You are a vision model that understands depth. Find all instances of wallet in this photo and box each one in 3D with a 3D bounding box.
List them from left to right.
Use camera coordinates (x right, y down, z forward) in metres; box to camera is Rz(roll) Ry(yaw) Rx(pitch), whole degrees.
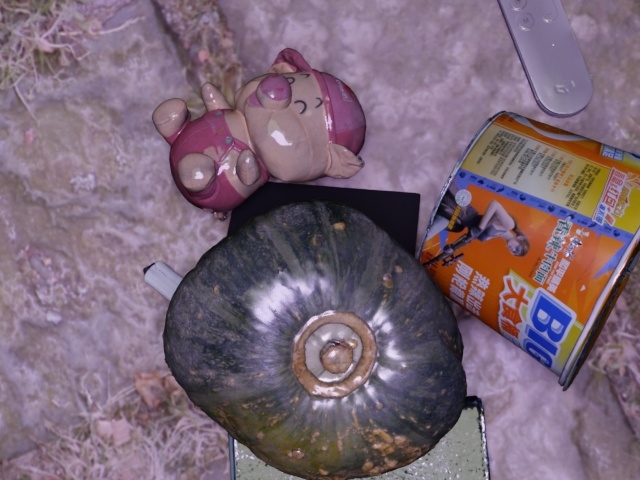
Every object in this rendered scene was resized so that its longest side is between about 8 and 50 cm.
[{"bbox_3d":[0.047,0.283,1.193,0.318,0.045,0.172,-4,81,1],"label":"wallet"}]

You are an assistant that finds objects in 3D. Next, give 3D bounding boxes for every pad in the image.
[{"bbox_3d":[0.000,0.000,1.243,0.246,0.006,0.170,5,59,6],"label":"pad"}]

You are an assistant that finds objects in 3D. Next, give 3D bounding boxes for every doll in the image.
[{"bbox_3d":[-0.072,-0.139,1.227,0.256,0.152,0.196,-20,81,-7],"label":"doll"}]

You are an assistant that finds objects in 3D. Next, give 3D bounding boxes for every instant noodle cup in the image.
[{"bbox_3d":[0.255,-0.003,1.122,0.214,0.296,0.296,28,83,18],"label":"instant noodle cup"}]

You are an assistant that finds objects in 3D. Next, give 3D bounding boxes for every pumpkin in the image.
[{"bbox_3d":[0.000,0.119,1.065,0.291,0.257,0.327,-36,102,3],"label":"pumpkin"}]

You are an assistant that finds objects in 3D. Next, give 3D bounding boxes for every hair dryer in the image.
[{"bbox_3d":[-0.131,0.091,1.247,0.236,0.073,0.131,34,83,19],"label":"hair dryer"}]

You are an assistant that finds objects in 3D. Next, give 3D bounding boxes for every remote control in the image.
[{"bbox_3d":[0.294,-0.278,1.288,0.077,0.022,0.245,-18,78,3],"label":"remote control"}]
